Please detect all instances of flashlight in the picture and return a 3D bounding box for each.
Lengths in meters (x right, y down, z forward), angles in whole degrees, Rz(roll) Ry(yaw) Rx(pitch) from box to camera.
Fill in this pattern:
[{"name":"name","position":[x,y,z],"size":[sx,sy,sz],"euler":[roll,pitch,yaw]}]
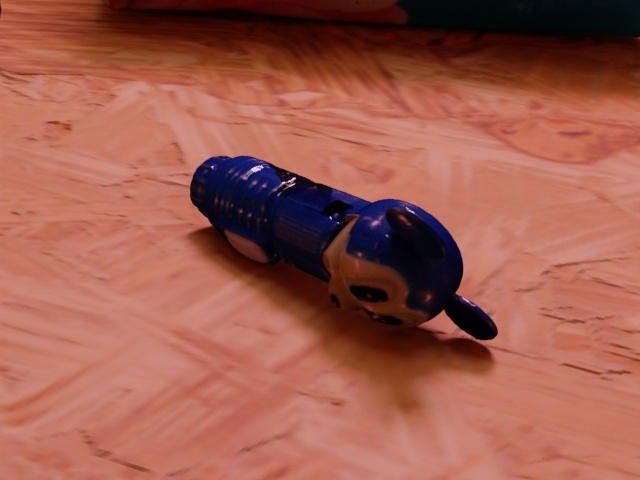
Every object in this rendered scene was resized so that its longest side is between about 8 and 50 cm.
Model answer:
[{"name":"flashlight","position":[0.000,0.000,0.526],"size":[0.121,0.057,0.035],"euler":[22,65,46]}]

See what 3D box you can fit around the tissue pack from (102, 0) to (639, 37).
[{"name":"tissue pack","position":[0.032,-0.205,0.828],"size":[0.270,0.137,0.209],"euler":[1,60,-8]}]
